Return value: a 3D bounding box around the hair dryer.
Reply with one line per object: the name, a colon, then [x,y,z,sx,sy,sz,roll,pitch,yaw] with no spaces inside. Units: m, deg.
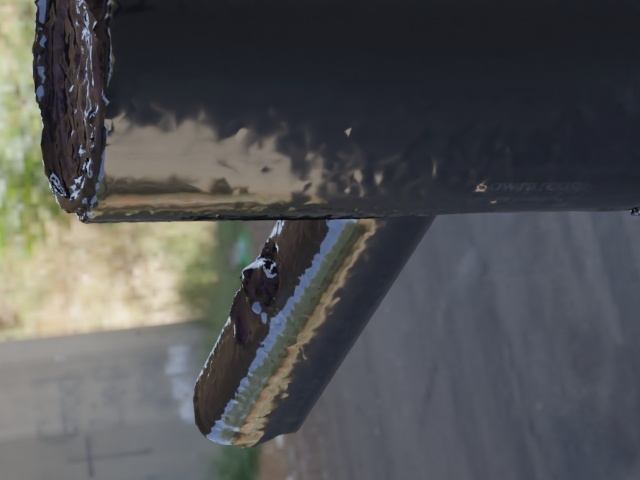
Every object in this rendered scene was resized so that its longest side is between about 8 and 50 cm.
hair dryer: [0.000,0.000,0.549,0.251,0.197,0.089,113,148,-49]
